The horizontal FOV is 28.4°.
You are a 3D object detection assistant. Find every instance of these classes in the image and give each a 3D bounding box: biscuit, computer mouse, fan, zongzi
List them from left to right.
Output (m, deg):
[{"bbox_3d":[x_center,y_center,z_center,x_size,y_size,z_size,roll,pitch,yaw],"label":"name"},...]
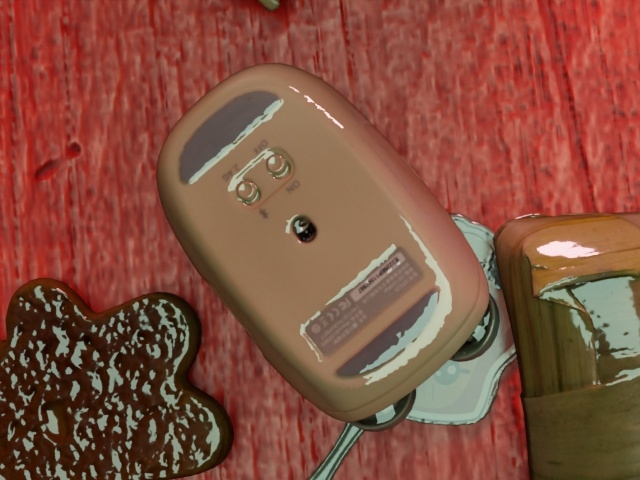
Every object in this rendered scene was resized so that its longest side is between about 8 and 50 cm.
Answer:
[{"bbox_3d":[-0.178,0.116,0.820,0.236,0.039,0.180,-15,87,5],"label":"biscuit"},{"bbox_3d":[0.000,0.000,0.784,0.145,0.082,0.236,-42,76,5],"label":"computer mouse"},{"bbox_3d":[0.047,0.082,0.815,0.132,0.009,0.220,34,90,7],"label":"fan"},{"bbox_3d":[0.235,0.084,0.769,0.256,0.115,0.228,-11,99,-20],"label":"zongzi"}]

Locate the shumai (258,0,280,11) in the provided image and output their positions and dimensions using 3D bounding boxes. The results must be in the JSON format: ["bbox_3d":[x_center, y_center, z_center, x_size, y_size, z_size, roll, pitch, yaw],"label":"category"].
[{"bbox_3d":[-0.055,-0.226,0.816,0.139,0.105,0.123,24,45,-3],"label":"shumai"}]
